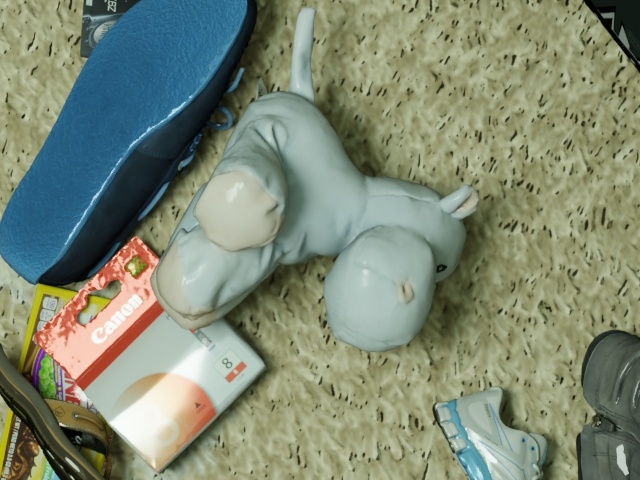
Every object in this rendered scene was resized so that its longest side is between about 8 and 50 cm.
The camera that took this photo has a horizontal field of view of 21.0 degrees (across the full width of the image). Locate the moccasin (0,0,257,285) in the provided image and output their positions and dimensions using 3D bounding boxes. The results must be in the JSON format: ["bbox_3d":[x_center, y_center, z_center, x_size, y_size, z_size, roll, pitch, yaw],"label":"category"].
[{"bbox_3d":[-0.178,-0.107,1.635,0.342,0.117,0.138,-49,65,7],"label":"moccasin"}]

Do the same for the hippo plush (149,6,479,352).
[{"bbox_3d":[0.000,0.000,1.567,0.237,0.294,0.234,29,134,-6],"label":"hippo plush"}]

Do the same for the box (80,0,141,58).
[{"bbox_3d":[-0.198,-0.215,1.680,0.067,0.018,0.083,11,109,11],"label":"box"}]

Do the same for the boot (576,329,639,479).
[{"bbox_3d":[0.303,0.243,1.457,0.118,0.223,0.338,12,80,-24],"label":"boot"}]

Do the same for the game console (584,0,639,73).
[{"bbox_3d":[0.410,-0.176,1.562,0.213,0.044,0.361,-37,79,5],"label":"game console"}]

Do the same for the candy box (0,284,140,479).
[{"bbox_3d":[-0.244,0.151,1.659,0.105,0.027,0.205,11,86,8],"label":"candy box"}]

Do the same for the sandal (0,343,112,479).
[{"bbox_3d":[-0.237,0.174,1.611,0.060,0.090,0.219,-35,73,-18],"label":"sandal"}]

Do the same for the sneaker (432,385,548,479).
[{"bbox_3d":[0.175,0.215,1.548,0.083,0.071,0.190,-25,75,-2],"label":"sneaker"}]

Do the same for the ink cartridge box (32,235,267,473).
[{"bbox_3d":[-0.161,0.105,1.620,0.145,0.045,0.179,-45,90,-3],"label":"ink cartridge box"}]
